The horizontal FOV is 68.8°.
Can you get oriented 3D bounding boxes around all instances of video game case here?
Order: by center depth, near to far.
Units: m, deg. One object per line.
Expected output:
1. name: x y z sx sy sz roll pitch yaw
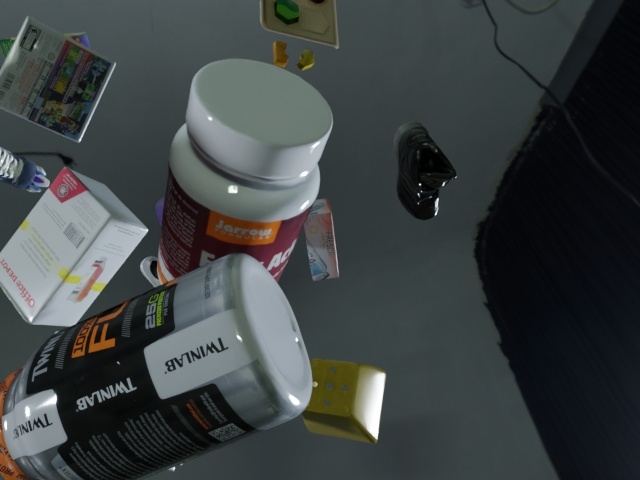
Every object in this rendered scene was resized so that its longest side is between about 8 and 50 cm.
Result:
1. video game case: -0.572 -0.341 1.003 0.184 0.023 0.201 25 82 -27

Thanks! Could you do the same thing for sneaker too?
1. sneaker: 0.204 -0.106 0.913 0.087 0.130 0.227 -17 132 -2
2. sneaker: -1.086 -0.261 1.650 0.237 0.130 0.323 19 169 -21
3. sneaker: -0.556 0.172 1.728 0.281 0.105 0.115 46 155 -9

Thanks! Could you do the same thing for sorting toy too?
1. sorting toy: -0.049 -0.580 1.216 0.229 0.306 0.041 5 162 -27

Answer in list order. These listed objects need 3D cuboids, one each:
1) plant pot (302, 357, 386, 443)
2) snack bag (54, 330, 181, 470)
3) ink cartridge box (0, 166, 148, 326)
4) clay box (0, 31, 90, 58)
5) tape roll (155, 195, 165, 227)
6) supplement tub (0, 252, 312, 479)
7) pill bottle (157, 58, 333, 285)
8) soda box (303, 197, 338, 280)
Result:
1. plant pot: 0.053 0.441 1.342 0.213 0.212 0.187 0 150 22
2. snack bag: -0.496 0.380 1.122 0.037 0.342 0.323 -43 139 1
3. ink cartridge box: -0.752 0.023 1.397 0.384 0.279 0.160 -52 155 2
4. clay box: -0.770 -0.515 1.332 0.222 0.053 0.127 -16 127 -22
5. tape roll: -0.406 -0.068 1.432 0.080 0.188 0.189 -32 139 15
6. supplement tub: -0.186 0.157 0.531 0.316 0.193 0.193 -25 141 7
7. pill bottle: -0.131 -0.060 0.742 0.224 0.223 0.392 2 140 -22
8. soda box: 0.000 0.000 1.017 0.063 0.058 0.183 -8 127 0
